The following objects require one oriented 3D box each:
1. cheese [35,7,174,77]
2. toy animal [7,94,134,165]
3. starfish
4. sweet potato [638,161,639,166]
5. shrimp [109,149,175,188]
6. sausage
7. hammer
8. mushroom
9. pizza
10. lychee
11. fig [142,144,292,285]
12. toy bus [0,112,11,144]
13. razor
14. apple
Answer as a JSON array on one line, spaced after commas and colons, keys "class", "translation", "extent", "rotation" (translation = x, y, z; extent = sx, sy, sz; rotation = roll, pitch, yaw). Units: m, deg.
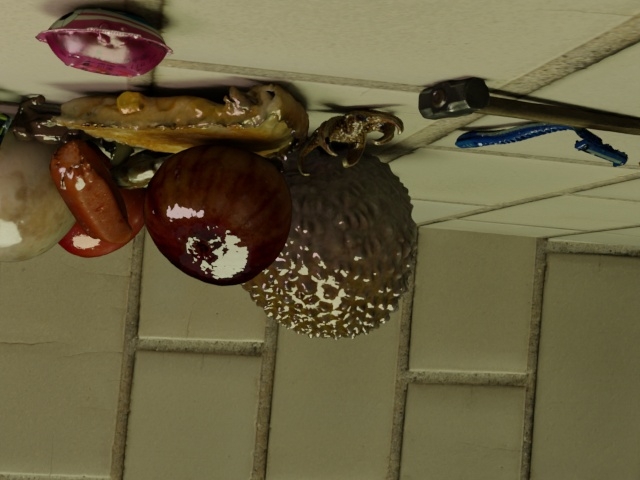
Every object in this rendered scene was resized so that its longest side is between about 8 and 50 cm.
[{"class": "cheese", "translation": [-0.253, -0.223, 1.269], "extent": [0.155, 0.062, 0.244], "rotation": [6, 178, -16]}, {"class": "toy animal", "translation": [-0.427, -0.196, 1.887], "extent": [0.214, 0.093, 0.186], "rotation": [4, 168, -7]}, {"class": "starfish", "translation": [0.048, -0.162, 1.702], "extent": [0.146, 0.074, 0.190], "rotation": [-7, 170, -36]}, {"class": "sweet potato", "translation": [0.593, -0.140, 1.864], "extent": [0.095, 0.034, 0.034], "rotation": [-7, 174, 13]}, {"class": "shrimp", "translation": [-0.272, -0.158, 2.098], "extent": [0.233, 0.071, 0.365], "rotation": [-15, -173, 16]}, {"class": "sausage", "translation": [-0.402, -0.080, 1.916], "extent": [0.102, 0.102, 0.330], "rotation": [4, 159, 4]}, {"class": "hammer", "translation": [0.317, -0.180, 1.529], "extent": [0.366, 0.043, 0.111], "rotation": [4, 176, -28]}, {"class": "mushroom", "translation": [-0.580, -0.118, 2.016], "extent": [0.290, 0.297, 0.297], "rotation": [33, 178, 4]}, {"class": "pizza", "translation": [-0.166, -0.183, 1.763], "extent": [0.435, 0.080, 0.392], "rotation": [4, 177, 28]}, {"class": "lychee", "translation": [0.000, 0.000, 2.118], "extent": [0.381, 0.432, 0.380], "rotation": [-14, -159, 5]}, {"class": "fig", "translation": [-0.156, -0.045, 1.704], "extent": [0.235, 0.235, 0.214], "rotation": [5, -147, -16]}, {"class": "toy bus", "translation": [-0.631, -0.184, 1.704], "extent": [0.150, 0.128, 0.262], "rotation": [30, -172, 22]}, {"class": "razor", "translation": [0.329, -0.161, 1.706], "extent": [0.093, 0.056, 0.324], "rotation": [15, 178, -35]}, {"class": "apple", "translation": [-0.500, -0.087, 2.327], "extent": [0.260, 0.216, 0.260], "rotation": [41, 175, 4]}]
